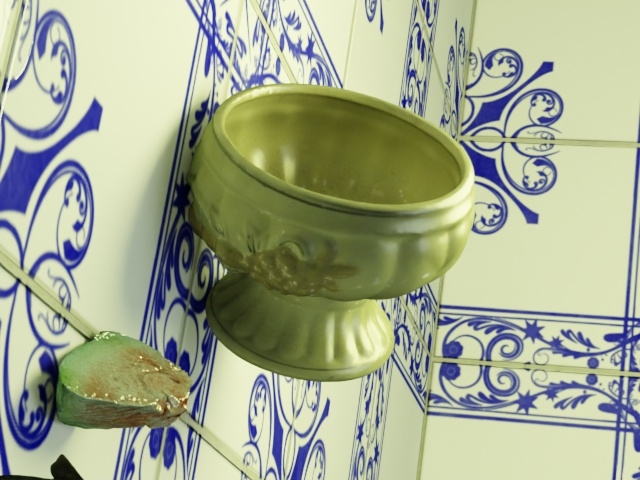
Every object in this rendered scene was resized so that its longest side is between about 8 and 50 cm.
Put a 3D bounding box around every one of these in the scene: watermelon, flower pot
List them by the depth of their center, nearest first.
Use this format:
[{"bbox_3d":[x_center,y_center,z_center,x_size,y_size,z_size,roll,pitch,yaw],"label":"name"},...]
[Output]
[{"bbox_3d":[-0.180,0.131,1.312,0.180,0.094,0.081,-9,105,-60],"label":"watermelon"},{"bbox_3d":[0.000,0.000,1.608,0.307,0.307,0.244,-61,166,-60],"label":"flower pot"}]

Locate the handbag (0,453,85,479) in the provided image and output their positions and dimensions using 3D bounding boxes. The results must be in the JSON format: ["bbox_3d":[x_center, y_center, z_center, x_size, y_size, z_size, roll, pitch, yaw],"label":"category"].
[{"bbox_3d":[-0.250,0.292,0.882,0.275,0.178,0.302,-37,129,-52],"label":"handbag"}]
